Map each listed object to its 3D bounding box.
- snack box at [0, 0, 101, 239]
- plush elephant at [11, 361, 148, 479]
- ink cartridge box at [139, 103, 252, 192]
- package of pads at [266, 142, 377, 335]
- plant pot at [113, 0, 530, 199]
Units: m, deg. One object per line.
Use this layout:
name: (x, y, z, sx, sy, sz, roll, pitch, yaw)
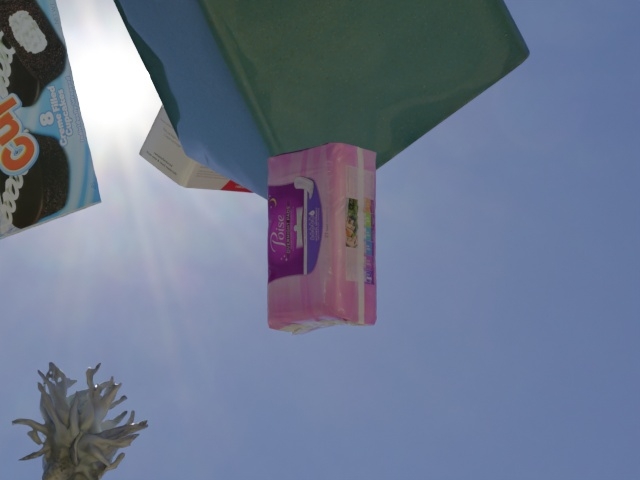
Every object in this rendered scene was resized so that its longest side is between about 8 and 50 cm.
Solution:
snack box: (-0.322, -0.163, 1.343, 0.060, 0.187, 0.321, 1, -72, 42)
plush elephant: (-0.264, 0.113, 0.690, 0.272, 0.330, 0.255, -4, -50, 55)
ink cartridge box: (-0.075, -0.122, 1.261, 0.109, 0.063, 0.150, 3, -62, -56)
package of pads: (0.000, 0.000, 0.659, 0.050, 0.083, 0.032, -10, -14, 42)
plant pot: (-0.031, -0.169, 0.800, 0.165, 0.166, 0.234, -36, -61, -15)
